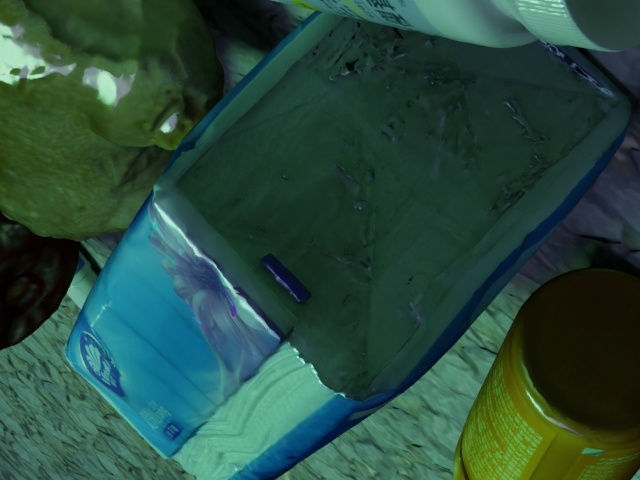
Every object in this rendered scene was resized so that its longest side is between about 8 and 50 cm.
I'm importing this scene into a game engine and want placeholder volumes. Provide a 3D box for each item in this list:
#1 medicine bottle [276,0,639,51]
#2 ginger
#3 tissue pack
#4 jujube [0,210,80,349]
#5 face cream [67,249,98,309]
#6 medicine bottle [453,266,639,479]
[{"bbox_3d":[0.045,-0.130,0.680,0.186,0.103,0.103,19,149,42],"label":"medicine bottle"},{"bbox_3d":[-0.131,-0.088,1.006,0.221,0.130,0.276,13,151,32],"label":"ginger"},{"bbox_3d":[0.000,0.000,0.862,0.146,0.198,0.263,44,157,0],"label":"tissue pack"},{"bbox_3d":[-0.295,-0.024,1.303,0.243,0.183,0.183,41,159,27],"label":"jujube"},{"bbox_3d":[-0.207,0.014,1.420,0.034,0.034,0.130,6,139,54],"label":"face cream"},{"bbox_3d":[0.131,0.094,0.954,0.096,0.096,0.192,36,157,12],"label":"medicine bottle"}]
